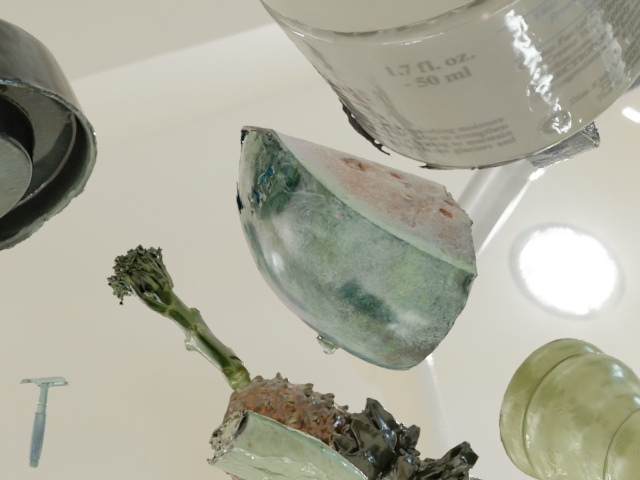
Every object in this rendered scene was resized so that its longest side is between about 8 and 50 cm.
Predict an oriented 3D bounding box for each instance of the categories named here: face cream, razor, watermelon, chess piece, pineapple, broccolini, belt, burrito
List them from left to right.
[{"bbox_3d":[-0.419,0.271,1.453,0.040,0.135,0.068,10,-179,30],"label":"razor"},{"bbox_3d":[-0.136,0.069,0.922,0.067,0.058,0.216,-33,-139,-17],"label":"broccolini"},{"bbox_3d":[-0.023,0.165,0.730,0.118,0.074,0.044,22,-127,-10],"label":"burrito"},{"bbox_3d":[-0.001,0.006,0.859,0.188,0.175,0.322,16,-176,-10],"label":"watermelon"},{"bbox_3d":[0.035,0.259,1.116,0.310,0.170,0.141,12,-179,24],"label":"pineapple"},{"bbox_3d":[0.059,-0.141,0.446,0.153,0.177,0.177,47,-161,-51],"label":"face cream"},{"bbox_3d":[0.286,-0.165,1.312,0.218,0.128,0.122,20,-127,-59],"label":"belt"},{"bbox_3d":[0.284,0.190,0.845,0.144,0.144,0.251,-1,-167,-25],"label":"chess piece"}]

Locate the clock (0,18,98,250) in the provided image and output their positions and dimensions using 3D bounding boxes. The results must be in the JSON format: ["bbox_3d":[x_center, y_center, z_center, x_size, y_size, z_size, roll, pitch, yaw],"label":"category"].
[{"bbox_3d":[-0.384,-0.058,0.828,0.386,0.386,0.076,-13,-110,-33],"label":"clock"}]
